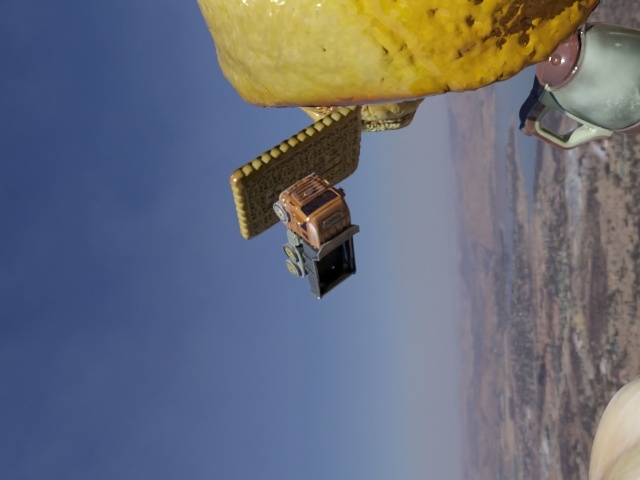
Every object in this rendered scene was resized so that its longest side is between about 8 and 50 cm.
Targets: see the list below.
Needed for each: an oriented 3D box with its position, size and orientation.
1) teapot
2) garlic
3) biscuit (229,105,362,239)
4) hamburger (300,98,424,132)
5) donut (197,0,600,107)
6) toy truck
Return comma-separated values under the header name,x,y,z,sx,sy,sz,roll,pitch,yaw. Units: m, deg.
name,x,y,z,sx,sy,sz,roll,pitch,yaw
teapot,0.627,-0.359,1.450,0.233,0.312,0.315,-111,37,-52
garlic,0.385,0.229,0.725,0.228,0.110,0.217,-59,-22,2
biscuit,-0.029,-0.110,1.001,0.029,0.254,0.172,45,158,26
hamburger,0.075,-0.334,1.282,0.144,0.283,0.259,101,149,-49
donut,0.043,-0.218,0.429,0.110,0.303,0.302,58,-150,-49
toy truck,0.000,0.000,0.894,0.083,0.092,0.192,-34,-37,-21
